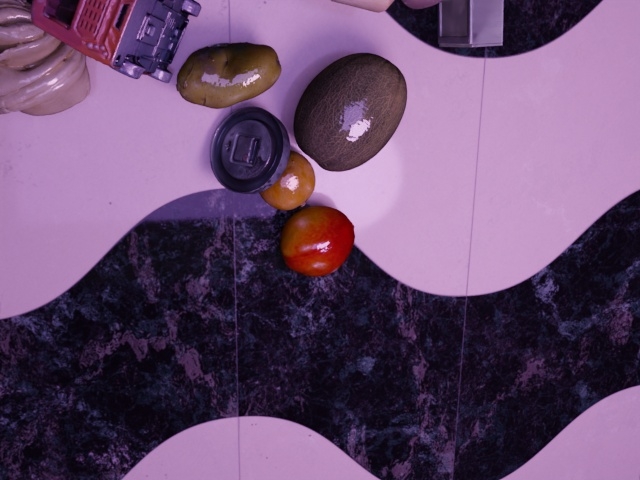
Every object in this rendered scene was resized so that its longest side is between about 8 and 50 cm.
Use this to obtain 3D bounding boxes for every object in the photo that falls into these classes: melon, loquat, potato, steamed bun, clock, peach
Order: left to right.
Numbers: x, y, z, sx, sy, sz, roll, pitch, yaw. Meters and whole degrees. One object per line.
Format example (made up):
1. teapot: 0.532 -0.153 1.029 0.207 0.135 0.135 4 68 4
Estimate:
1. steamed bun: -0.672 -0.399 1.508 0.276 0.203 0.289 -30 110 -1
2. potato: -0.216 -0.395 1.614 0.248 0.169 0.144 -12 138 3
3. clock: -0.172 -0.218 1.672 0.214 0.042 0.215 -4 82 27
4. loquat: -0.087 -0.153 1.724 0.163 0.137 0.163 0 121 0
5. peach: 0.000 0.000 1.762 0.197 0.197 0.198 -3 107 -10
6. melon: 0.073 -0.314 1.657 0.237 0.237 0.302 39 96 -18

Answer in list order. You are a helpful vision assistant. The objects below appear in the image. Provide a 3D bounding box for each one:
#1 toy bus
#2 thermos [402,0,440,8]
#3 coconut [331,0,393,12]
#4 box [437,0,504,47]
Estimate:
1. toy bus: -0.414 -0.467 1.427 0.232 0.427 0.203 25 100 -5
2. thermos: 0.248 -0.620 1.621 0.105 0.193 0.137 -40 108 4
3. coconut: 0.104 -0.636 1.510 0.244 0.239 0.239 8 104 -11
4. box: 0.357 -0.535 1.648 0.086 0.225 0.130 -6 107 -9
